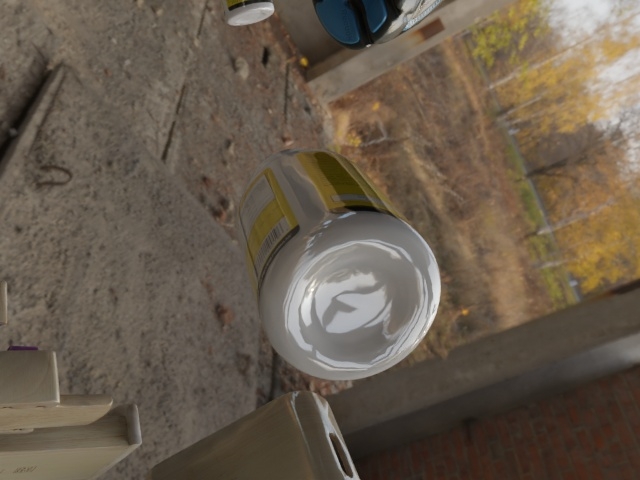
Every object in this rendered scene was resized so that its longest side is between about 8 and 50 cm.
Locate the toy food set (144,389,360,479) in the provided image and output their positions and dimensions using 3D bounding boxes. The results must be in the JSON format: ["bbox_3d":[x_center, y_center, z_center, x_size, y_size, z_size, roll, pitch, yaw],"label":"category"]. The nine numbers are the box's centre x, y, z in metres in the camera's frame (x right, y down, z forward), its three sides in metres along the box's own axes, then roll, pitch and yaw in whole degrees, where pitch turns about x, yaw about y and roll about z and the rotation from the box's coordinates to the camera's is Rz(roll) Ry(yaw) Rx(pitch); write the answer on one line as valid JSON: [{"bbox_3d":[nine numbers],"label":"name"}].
[{"bbox_3d":[-0.096,0.367,0.932,0.092,0.306,0.220,58,3,-42],"label":"toy food set"}]

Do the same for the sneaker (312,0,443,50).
[{"bbox_3d":[0.116,-0.326,0.589,0.125,0.341,0.139,46,35,10],"label":"sneaker"}]

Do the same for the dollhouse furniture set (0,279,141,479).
[{"bbox_3d":[-0.311,0.083,0.730,0.198,0.286,0.303,9,53,-39],"label":"dollhouse furniture set"}]

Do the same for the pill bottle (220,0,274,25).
[{"bbox_3d":[-0.103,-0.338,0.855,0.065,0.065,0.116,-31,107,-70],"label":"pill bottle"}]

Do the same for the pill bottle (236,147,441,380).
[{"bbox_3d":[0.000,0.000,0.442,0.103,0.103,0.184,55,3,-27],"label":"pill bottle"}]
